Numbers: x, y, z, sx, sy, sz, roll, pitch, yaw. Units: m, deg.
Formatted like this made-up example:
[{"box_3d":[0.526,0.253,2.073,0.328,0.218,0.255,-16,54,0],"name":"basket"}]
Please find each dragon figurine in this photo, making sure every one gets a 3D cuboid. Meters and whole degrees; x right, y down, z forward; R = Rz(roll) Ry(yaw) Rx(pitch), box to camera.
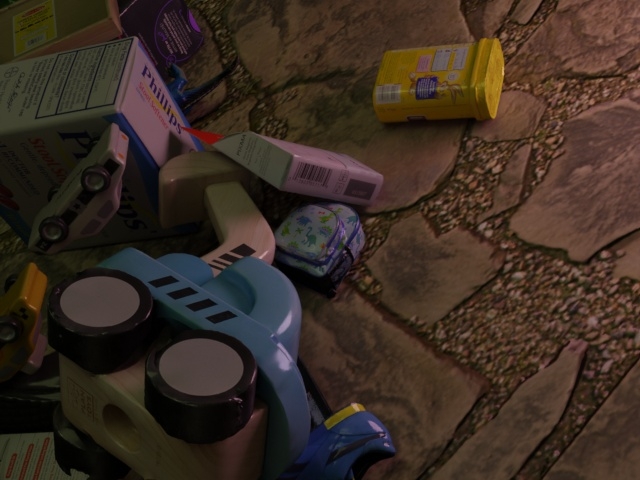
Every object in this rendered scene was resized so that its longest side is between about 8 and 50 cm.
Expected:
[{"box_3d":[-0.252,-0.201,1.584,0.289,0.085,0.144,-10,50,16],"name":"dragon figurine"}]

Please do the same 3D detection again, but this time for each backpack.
[{"box_3d":[0.000,0.000,1.316,0.105,0.084,0.114,21,61,32],"name":"backpack"}]

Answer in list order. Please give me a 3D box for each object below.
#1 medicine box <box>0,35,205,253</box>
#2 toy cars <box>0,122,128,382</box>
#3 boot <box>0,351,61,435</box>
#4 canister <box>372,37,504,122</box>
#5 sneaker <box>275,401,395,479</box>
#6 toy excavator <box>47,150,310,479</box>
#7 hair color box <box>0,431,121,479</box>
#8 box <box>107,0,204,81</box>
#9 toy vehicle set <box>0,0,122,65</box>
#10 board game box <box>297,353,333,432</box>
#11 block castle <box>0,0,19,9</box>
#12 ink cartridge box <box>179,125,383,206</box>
[{"box_3d":[-0.344,-0.128,1.443,0.289,0.263,0.149,-7,51,18],"name":"medicine box"},{"box_3d":[-0.339,0.036,1.262,0.176,0.087,0.394,-4,56,60],"name":"toy cars"},{"box_3d":[-0.311,0.152,1.324,0.338,0.118,0.223,-2,45,13],"name":"boot"},{"box_3d":[0.170,-0.229,1.439,0.170,0.073,0.126,0,53,24],"name":"canister"},{"box_3d":[-0.011,0.272,1.110,0.209,0.069,0.082,-37,58,-5],"name":"sneaker"},{"box_3d":[-0.132,0.078,1.172,0.433,0.222,0.445,29,39,28],"name":"toy excavator"},{"box_3d":[-0.330,0.290,1.240,0.167,0.053,0.093,-5,52,17],"name":"hair color box"},{"box_3d":[-0.355,-0.325,1.674,0.143,0.165,0.270,25,65,36],"name":"box"},{"box_3d":[-0.450,-0.334,1.585,0.267,0.035,0.166,-22,47,6],"name":"toy vehicle set"},{"box_3d":[-0.064,0.196,1.222,0.126,0.026,0.186,-30,47,-3],"name":"board game box"},{"box_3d":[-0.683,-0.462,1.903,0.303,0.213,0.453,19,68,20],"name":"block castle"},{"box_3d":[-0.054,-0.124,1.376,0.232,0.189,0.066,38,110,38],"name":"ink cartridge box"}]
